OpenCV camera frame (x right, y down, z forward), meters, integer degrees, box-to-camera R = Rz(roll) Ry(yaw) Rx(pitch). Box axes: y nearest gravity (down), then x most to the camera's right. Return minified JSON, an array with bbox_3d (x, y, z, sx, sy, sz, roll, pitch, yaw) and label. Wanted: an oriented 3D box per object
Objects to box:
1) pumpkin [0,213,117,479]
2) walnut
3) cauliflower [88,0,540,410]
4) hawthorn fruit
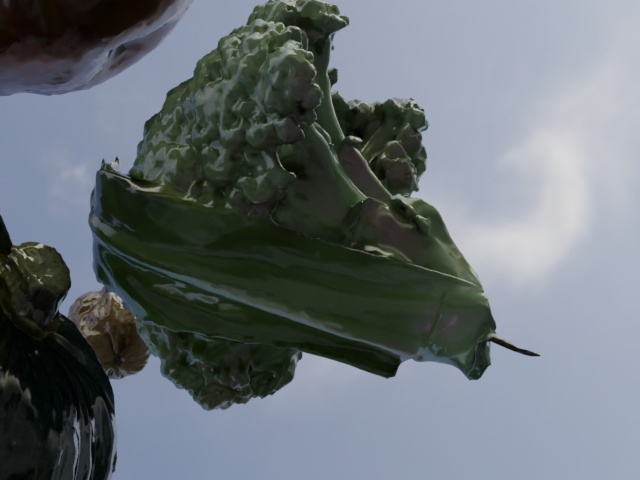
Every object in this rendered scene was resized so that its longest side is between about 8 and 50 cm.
[{"bbox_3d":[-0.266,0.099,0.716,0.263,0.293,0.197,-40,-2,15],"label":"pumpkin"},{"bbox_3d":[-0.183,0.078,1.186,0.079,0.096,0.082,-2,-59,-11],"label":"walnut"},{"bbox_3d":[0.000,0.000,0.838,0.256,0.315,0.239,-60,-17,0],"label":"cauliflower"},{"bbox_3d":[-0.198,-0.217,0.916,0.258,0.262,0.258,-9,-66,-20],"label":"hawthorn fruit"}]
